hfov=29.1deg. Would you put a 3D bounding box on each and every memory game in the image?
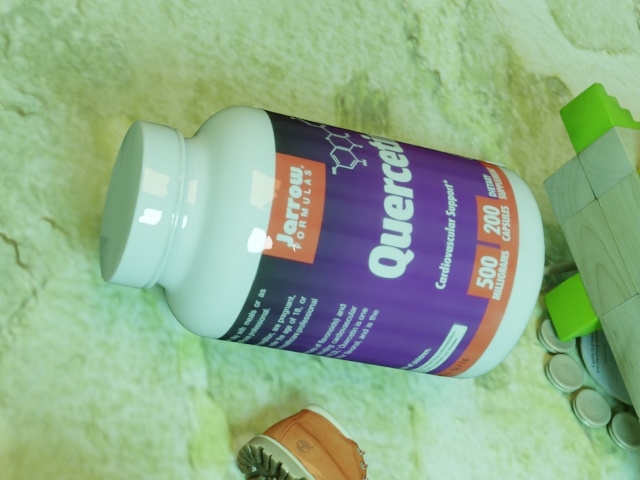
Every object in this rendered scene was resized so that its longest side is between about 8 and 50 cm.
[{"bbox_3d":[0.283,0.114,1.148,0.186,0.012,0.186,14,52,-18],"label":"memory game"}]

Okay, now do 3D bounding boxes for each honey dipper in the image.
[{"bbox_3d":[0.226,0.026,1.174,0.161,0.030,0.030,-11,62,-37],"label":"honey dipper"}]

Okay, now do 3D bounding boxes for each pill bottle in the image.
[{"bbox_3d":[0.000,0.000,0.970,0.323,0.181,0.181,11,52,-21],"label":"pill bottle"}]

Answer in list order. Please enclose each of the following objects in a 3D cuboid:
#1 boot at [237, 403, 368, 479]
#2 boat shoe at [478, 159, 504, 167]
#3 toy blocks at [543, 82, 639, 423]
[{"bbox_3d":[0.021,0.191,0.927,0.158,0.059,0.085,46,44,11],"label":"boot"},{"bbox_3d":[0.113,-0.050,1.149,0.184,0.066,0.063,-5,45,-27],"label":"boat shoe"},{"bbox_3d":[0.371,0.054,1.132,0.261,0.191,0.381,5,58,-38],"label":"toy blocks"}]
